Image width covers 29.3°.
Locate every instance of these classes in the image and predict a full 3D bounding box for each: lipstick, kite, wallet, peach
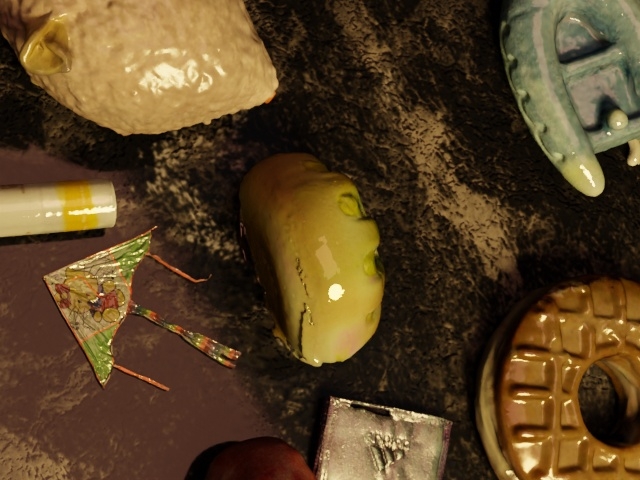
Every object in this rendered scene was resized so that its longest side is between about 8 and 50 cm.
[{"bbox_3d":[-0.359,-0.031,1.335,0.264,0.059,0.059,-6,81,-21],"label":"lipstick"},{"bbox_3d":[-0.200,0.082,1.399,0.244,0.006,0.198,24,71,-14],"label":"kite"},{"bbox_3d":[0.073,0.253,1.455,0.166,0.030,0.111,14,79,-16],"label":"wallet"},{"bbox_3d":[-0.052,0.290,1.339,0.152,0.152,0.152,4,78,-20],"label":"peach"}]

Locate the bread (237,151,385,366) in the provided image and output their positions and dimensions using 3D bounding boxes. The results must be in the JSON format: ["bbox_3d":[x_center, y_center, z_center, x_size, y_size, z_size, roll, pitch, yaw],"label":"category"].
[{"bbox_3d":[0.005,0.010,1.411,0.158,0.156,0.260,-12,84,-21],"label":"bread"}]

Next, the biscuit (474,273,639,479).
[{"bbox_3d":[0.346,0.202,1.529,0.332,0.103,0.332,4,78,-19],"label":"biscuit"}]

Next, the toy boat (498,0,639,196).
[{"bbox_3d":[0.354,-0.230,1.585,0.215,0.123,0.330,-18,84,-5],"label":"toy boat"}]

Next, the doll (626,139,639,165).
[{"bbox_3d":[0.452,-0.179,1.676,0.113,0.071,0.135,-19,84,-3],"label":"doll"}]

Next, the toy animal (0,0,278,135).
[{"bbox_3d":[-0.213,-0.234,1.363,0.358,0.188,0.226,31,81,-13],"label":"toy animal"}]
